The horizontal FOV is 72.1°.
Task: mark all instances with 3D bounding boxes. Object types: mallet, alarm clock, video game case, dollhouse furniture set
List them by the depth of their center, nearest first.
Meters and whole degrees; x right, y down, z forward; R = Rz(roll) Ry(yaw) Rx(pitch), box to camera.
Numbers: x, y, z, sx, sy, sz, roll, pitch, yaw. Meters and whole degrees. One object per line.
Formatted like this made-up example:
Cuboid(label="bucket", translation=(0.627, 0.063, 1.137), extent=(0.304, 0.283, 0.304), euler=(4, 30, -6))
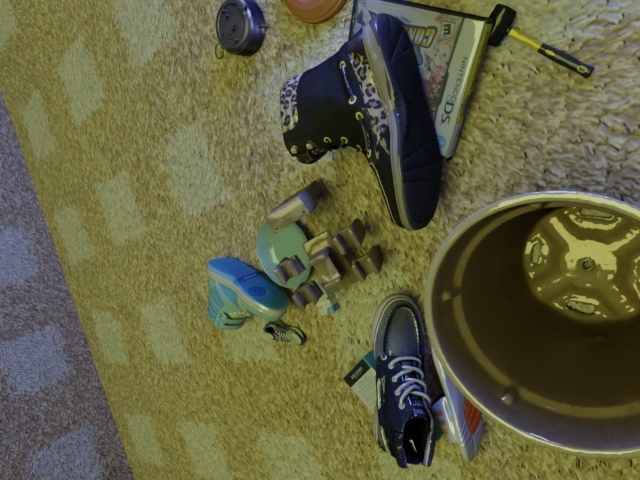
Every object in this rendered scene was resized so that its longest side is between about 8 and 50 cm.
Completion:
Cuboid(label="mallet", translation=(0.348, -0.311, 0.721), extent=(0.189, 0.039, 0.062), euler=(45, 128, 14))
Cuboid(label="video game case", translation=(0.159, -0.313, 0.841), extent=(0.274, 0.035, 0.249), euler=(31, 130, 30))
Cuboid(label="dollhouse furniture set", translation=(0.000, 0.000, 1.025), extent=(0.212, 0.161, 0.242), euler=(-29, 101, 22))
Cuboid(label="alarm clock", translation=(-0.213, -0.516, 1.089), extent=(0.192, 0.064, 0.130), euler=(-28, 86, 43))

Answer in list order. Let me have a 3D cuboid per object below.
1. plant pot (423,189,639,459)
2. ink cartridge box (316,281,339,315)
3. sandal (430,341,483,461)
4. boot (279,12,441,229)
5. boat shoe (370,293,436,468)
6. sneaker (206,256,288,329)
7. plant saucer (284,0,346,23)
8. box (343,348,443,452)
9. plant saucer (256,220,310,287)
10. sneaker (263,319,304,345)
Cuboid(label="plant pot", translation=(0.368, 0.072, 0.642), extent=(0.333, 0.305, 0.335), euler=(12, 110, 35))
Cuboid(label="ink cartridge box", translation=(0.009, 0.146, 1.132), extent=(0.048, 0.028, 0.084), euler=(-26, 87, 40))
Cuboid(label="sandal", translation=(0.271, 0.328, 0.941), extent=(0.076, 0.101, 0.266), euler=(-22, 81, 42))
Cuboid(label="boot", translation=(0.067, -0.197, 0.863), extent=(0.284, 0.138, 0.378), euler=(-7, 102, 45))
Cuboid(label="boat shoe", translation=(0.182, 0.288, 0.908), extent=(0.158, 0.127, 0.342), euler=(178, 91, -78))
Cuboid(label="sneaker", translation=(-0.216, 0.196, 1.269), extent=(0.318, 0.127, 0.209), euler=(28, 118, 40))
Cuboid(label="plant saucer", translation=(-0.017, -0.570, 0.929), extent=(0.199, 0.037, 0.200), euler=(13, 111, 36))
Cuboid(label="box", translation=(0.173, 0.388, 1.054), extent=(0.244, 0.060, 0.101), euler=(47, 126, 18))
Cuboid(label="plant saucer", translation=(-0.089, 0.028, 1.169), extent=(0.194, 0.037, 0.195), euler=(12, 110, 35))
Cuboid(label="sneaker", translation=(-0.106, 0.269, 1.243), extent=(0.135, 0.058, 0.052), euler=(17, 114, 33))
